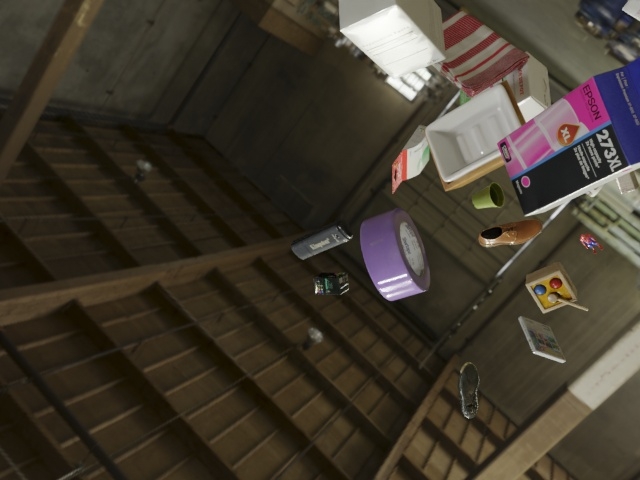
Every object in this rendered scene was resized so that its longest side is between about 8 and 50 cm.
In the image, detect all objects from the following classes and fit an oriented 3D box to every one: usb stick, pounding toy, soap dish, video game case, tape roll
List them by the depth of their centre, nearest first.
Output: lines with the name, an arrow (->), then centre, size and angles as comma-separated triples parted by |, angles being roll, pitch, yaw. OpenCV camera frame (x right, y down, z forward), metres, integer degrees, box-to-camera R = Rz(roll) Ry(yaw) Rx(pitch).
tape roll -> 0.163, 0.030, 1.273 | 0.189, 0.080, 0.189 | 44, -145, -43
soap dish -> 0.476, -0.306, 1.776 | 0.118, 0.291, 0.229 | 16, -127, -51
pounding toy -> 0.718, 0.157, 1.797 | 0.141, 0.130, 0.100 | 56, -151, -7
usb stick -> 0.000, 0.000, 1.919 | 0.077, 0.278, 0.045 | 54, -129, -11
video game case -> 0.752, 0.336, 2.009 | 0.157, 0.019, 0.143 | 21, -141, -29

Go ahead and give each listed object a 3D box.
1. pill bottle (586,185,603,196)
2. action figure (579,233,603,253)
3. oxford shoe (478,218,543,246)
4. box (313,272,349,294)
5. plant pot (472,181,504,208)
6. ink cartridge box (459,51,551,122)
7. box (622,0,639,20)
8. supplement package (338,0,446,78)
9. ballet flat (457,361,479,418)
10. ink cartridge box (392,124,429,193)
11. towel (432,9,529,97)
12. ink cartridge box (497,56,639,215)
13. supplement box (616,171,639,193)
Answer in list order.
pill bottle -> 0.724, -0.179, 1.645 | 0.120, 0.067, 0.067 | 34, -164, 10
action figure -> 0.846, 0.007, 1.853 | 0.115, 0.038, 0.030 | 30, -139, -33
oxford shoe -> 0.635, -0.027, 1.975 | 0.076, 0.212, 0.076 | 44, -147, -66
box -> 0.031, 0.123, 1.700 | 0.083, 0.052, 0.062 | -2, -169, 29
plant pot -> 0.532, -0.136, 1.894 | 0.083, 0.079, 0.083 | 12, -109, -37
ink cartridge box -> 0.616, -0.471, 1.996 | 0.117, 0.278, 0.201 | 25, -123, -32
box -> 0.816, -0.580, 1.428 | 0.103, 0.114, 0.203 | 39, -147, 13
supplement package -> 0.199, -0.609, 1.627 | 0.293, 0.175, 0.177 | 22, -119, -51
ballet flat -> 0.385, 0.391, 1.556 | 0.058, 0.173, 0.049 | -8, -156, -4
ink cartridge box -> 0.349, -0.303, 2.269 | 0.056, 0.224, 0.181 | 23, 152, 21
towel -> 0.484, -0.627, 1.950 | 0.329, 0.237, 0.037 | 51, 171, 31
ink cartridge box -> 0.495, -0.186, 1.122 | 0.069, 0.371, 0.175 | -12, -101, -25
supplement box -> 0.774, -0.173, 1.507 | 0.062, 0.036, 0.098 | -19, -91, -51
